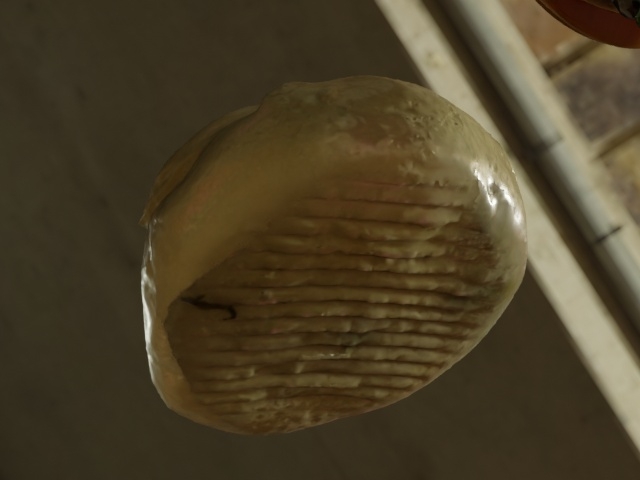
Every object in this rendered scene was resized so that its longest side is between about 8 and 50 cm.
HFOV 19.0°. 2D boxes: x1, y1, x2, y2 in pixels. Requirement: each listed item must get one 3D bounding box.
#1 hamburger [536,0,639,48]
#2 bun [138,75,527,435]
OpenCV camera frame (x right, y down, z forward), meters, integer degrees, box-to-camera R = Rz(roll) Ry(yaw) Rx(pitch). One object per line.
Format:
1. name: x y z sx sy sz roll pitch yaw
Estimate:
1. hamburger: 0.140 -0.151 0.755 0.162 0.162 0.115 -36 -161 -32
2. bun: 0.000 0.000 0.975 0.210 0.116 0.237 -7 143 -23
